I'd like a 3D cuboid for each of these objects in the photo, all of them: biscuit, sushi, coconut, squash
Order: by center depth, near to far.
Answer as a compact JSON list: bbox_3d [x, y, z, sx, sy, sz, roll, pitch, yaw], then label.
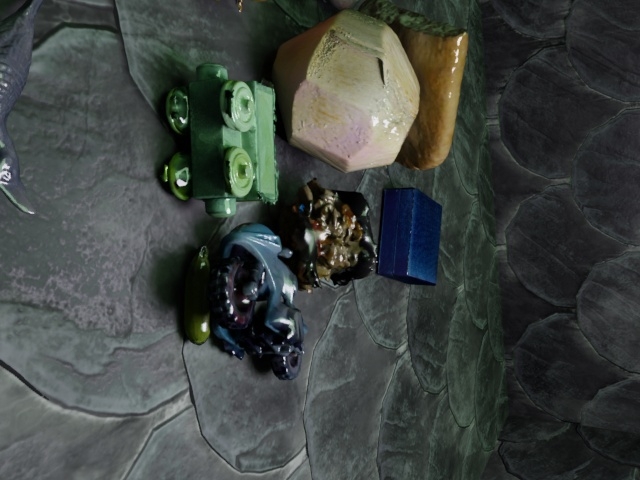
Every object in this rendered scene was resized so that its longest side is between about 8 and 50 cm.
[{"bbox_3d":[-0.225,0.101,1.017,0.052,0.052,0.184,4,88,-58],"label":"squash"},{"bbox_3d":[-0.005,0.001,1.244,0.218,0.225,0.239,-17,65,-31],"label":"sushi"},{"bbox_3d":[0.055,-0.336,1.248,0.352,0.352,0.353,1,89,-58],"label":"coconut"},{"bbox_3d":[0.206,-0.396,1.445,0.104,0.429,0.446,-23,137,-19],"label":"biscuit"}]

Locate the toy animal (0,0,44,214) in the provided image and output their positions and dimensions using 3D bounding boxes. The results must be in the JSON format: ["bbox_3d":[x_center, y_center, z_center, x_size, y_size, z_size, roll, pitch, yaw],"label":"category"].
[{"bbox_3d":[-0.422,-0.230,0.676,0.205,0.081,0.367,22,63,-52],"label":"toy animal"}]

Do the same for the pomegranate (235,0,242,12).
[{"bbox_3d":[-0.129,-0.549,1.039,0.235,0.210,0.210,-59,144,-2],"label":"pomegranate"}]

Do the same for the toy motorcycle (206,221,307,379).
[{"bbox_3d":[-0.107,0.120,1.108,0.416,0.172,0.232,59,28,-53],"label":"toy motorcycle"}]

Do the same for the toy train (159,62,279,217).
[{"bbox_3d":[-0.173,-0.178,1.014,0.188,0.159,0.272,-9,97,-68],"label":"toy train"}]

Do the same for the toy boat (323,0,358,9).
[{"bbox_3d":[0.045,-0.700,1.456,0.155,0.085,0.228,39,45,-48],"label":"toy boat"}]

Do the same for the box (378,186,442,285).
[{"bbox_3d":[0.295,-0.005,1.803,0.261,0.116,0.279,21,71,-58],"label":"box"}]
